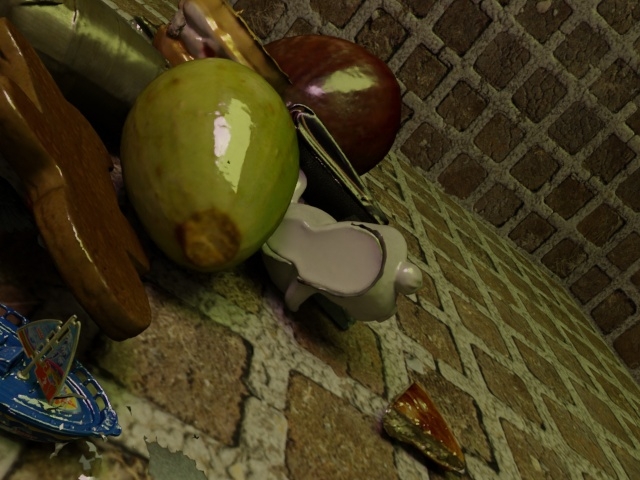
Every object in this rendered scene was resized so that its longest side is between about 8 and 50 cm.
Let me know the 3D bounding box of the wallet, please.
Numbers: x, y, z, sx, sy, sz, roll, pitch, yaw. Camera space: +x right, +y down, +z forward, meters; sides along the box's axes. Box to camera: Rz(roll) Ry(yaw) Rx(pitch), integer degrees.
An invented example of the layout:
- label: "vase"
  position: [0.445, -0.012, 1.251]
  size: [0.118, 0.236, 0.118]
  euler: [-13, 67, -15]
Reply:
- label: "wallet"
  position: [0.011, -0.115, 1.033]
  size: [0.262, 0.071, 0.221]
  euler: [53, -16, -3]

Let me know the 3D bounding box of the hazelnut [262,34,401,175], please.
- label: "hazelnut"
  position: [-0.015, -0.317, 1.356]
  size: [0.421, 0.352, 0.420]
  euler: [21, 38, -18]

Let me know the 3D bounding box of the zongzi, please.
- label: "zongzi"
  position: [-0.382, -0.313, 0.960]
  size: [0.356, 0.174, 0.393]
  euler: [32, 12, -40]

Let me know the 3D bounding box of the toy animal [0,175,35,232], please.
- label: "toy animal"
  position: [-0.382, -0.091, 0.568]
  size: [0.220, 0.108, 0.062]
  euler: [59, 13, -10]

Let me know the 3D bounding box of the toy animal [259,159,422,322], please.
- label: "toy animal"
  position: [-0.002, 0.007, 0.899]
  size: [0.325, 0.208, 0.154]
  euler: [46, -2, 22]

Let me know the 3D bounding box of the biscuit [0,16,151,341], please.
- label: "biscuit"
  position: [-0.282, -0.060, 0.604]
  size: [0.432, 0.064, 0.283]
  euler: [57, -8, 37]

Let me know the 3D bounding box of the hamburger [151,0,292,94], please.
- label: "hamburger"
  position: [-0.213, -0.334, 1.090]
  size: [0.276, 0.237, 0.276]
  euler: [51, 8, -10]

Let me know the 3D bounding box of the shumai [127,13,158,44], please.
- label: "shumai"
  position: [-0.365, -0.377, 1.134]
  size: [0.184, 0.142, 0.184]
  euler: [33, 19, -13]

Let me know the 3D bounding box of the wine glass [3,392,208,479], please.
- label: "wine glass"
  position: [-0.131, 0.248, 0.211]
  size: [0.190, 0.190, 0.357]
  euler: [31, 26, -25]

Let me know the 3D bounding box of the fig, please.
- label: "fig"
  position: [-0.155, -0.094, 0.775]
  size: [0.258, 0.258, 0.326]
  euler: [29, 36, -29]

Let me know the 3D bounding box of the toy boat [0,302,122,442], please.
- label: "toy boat"
  position: [-0.226, 0.099, 0.447]
  size: [0.175, 0.110, 0.091]
  euler: [40, 20, -8]

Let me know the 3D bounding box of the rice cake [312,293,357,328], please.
- label: "rice cake"
  position: [-0.020, 0.056, 0.999]
  size: [0.245, 0.042, 0.045]
  euler: [49, 34, 20]

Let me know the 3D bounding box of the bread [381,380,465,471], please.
- label: "bread"
  position: [0.145, 0.265, 0.849]
  size: [0.154, 0.054, 0.136]
  euler: [41, 21, -16]
